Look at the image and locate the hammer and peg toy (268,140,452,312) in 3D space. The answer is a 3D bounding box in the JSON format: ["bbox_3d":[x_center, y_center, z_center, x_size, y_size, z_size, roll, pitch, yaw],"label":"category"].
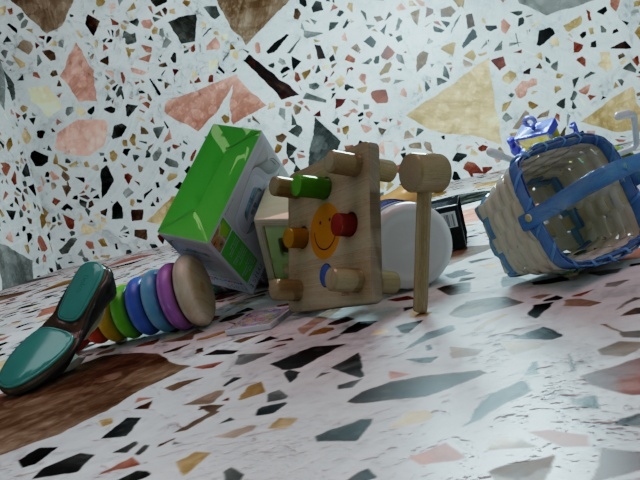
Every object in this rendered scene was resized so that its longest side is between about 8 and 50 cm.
[{"bbox_3d":[0.044,-0.014,1.136,0.127,0.266,0.361,5,-10,-32],"label":"hammer and peg toy"}]

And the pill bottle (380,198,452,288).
[{"bbox_3d":[0.141,-0.002,1.340,0.153,0.153,0.265,-14,7,-4],"label":"pill bottle"}]

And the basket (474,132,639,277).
[{"bbox_3d":[0.393,-0.066,1.042,0.255,0.201,0.289,-18,-17,-27],"label":"basket"}]

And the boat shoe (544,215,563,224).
[{"bbox_3d":[0.532,-0.059,1.433,0.228,0.080,0.076,-19,-16,-10],"label":"boat shoe"}]

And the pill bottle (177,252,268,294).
[{"bbox_3d":[-0.131,0.001,1.666,0.361,0.204,0.204,-13,6,13],"label":"pill bottle"}]

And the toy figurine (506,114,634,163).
[{"bbox_3d":[0.611,-0.238,1.909,0.362,0.217,0.191,-6,33,52],"label":"toy figurine"}]

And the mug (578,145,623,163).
[{"bbox_3d":[0.787,-0.204,2.026,0.129,0.097,0.158,-17,6,-25],"label":"mug"}]

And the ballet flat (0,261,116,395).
[{"bbox_3d":[-0.436,0.165,1.238,0.095,0.096,0.280,14,53,23],"label":"ballet flat"}]

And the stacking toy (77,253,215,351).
[{"bbox_3d":[-0.376,0.138,1.370,0.330,0.141,0.141,-18,6,9],"label":"stacking toy"}]

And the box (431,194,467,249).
[{"bbox_3d":[0.195,-0.020,1.627,0.261,0.103,0.184,-12,9,14],"label":"box"}]

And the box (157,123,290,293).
[{"bbox_3d":[-0.179,-0.061,1.456,0.127,0.262,0.231,12,-25,26],"label":"box"}]

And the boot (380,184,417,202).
[{"bbox_3d":[0.235,-0.119,2.382,0.283,0.109,0.220,-14,5,10],"label":"boot"}]

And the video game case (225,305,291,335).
[{"bbox_3d":[-0.103,0.139,1.257,0.087,0.011,0.122,-11,6,21],"label":"video game case"}]

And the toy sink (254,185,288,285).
[{"bbox_3d":[-0.029,0.017,1.438,0.153,0.234,0.131,0,38,12],"label":"toy sink"}]

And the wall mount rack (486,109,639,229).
[{"bbox_3d":[0.498,-0.127,1.327,0.304,0.130,0.350,-19,29,1],"label":"wall mount rack"}]
